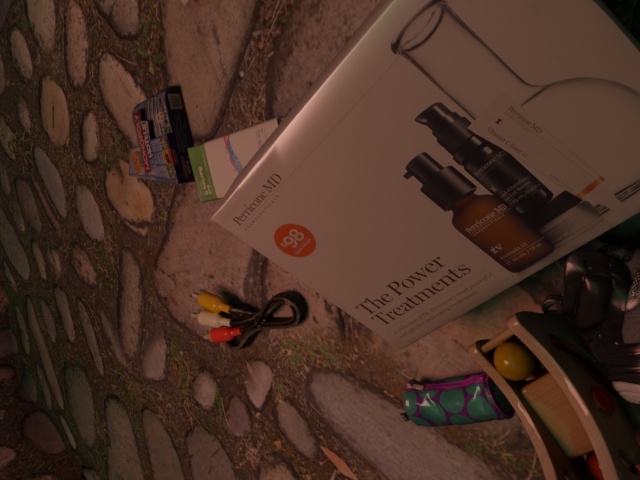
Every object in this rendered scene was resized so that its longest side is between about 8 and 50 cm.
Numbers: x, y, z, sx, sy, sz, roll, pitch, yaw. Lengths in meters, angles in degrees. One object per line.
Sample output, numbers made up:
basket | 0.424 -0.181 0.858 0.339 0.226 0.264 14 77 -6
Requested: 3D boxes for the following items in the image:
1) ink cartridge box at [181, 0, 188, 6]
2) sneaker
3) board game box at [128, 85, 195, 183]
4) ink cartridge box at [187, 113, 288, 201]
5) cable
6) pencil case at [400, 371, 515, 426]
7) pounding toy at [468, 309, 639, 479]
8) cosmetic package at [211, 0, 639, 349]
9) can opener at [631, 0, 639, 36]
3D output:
ink cartridge box | -0.237 -0.480 0.848 0.063 0.029 0.115 -26 86 44
sneaker | 0.322 0.025 0.432 0.153 0.101 0.268 45 131 21
board game box | -0.349 -0.204 1.017 0.194 0.060 0.194 -6 99 43
ink cartridge box | -0.068 -0.122 0.714 0.213 0.154 0.093 -7 98 44
cable | -0.144 0.164 0.932 0.287 0.072 0.139 -3 106 43
pencil case | 0.181 0.212 0.649 0.152 0.064 0.070 -27 109 44
pounding toy | 0.257 0.219 0.518 0.269 0.154 0.155 53 132 18
cosmetic package | 0.110 -0.069 0.476 0.284 0.097 0.377 37 127 -14
can opener | 0.248 -0.233 0.441 0.280 0.074 0.093 23 118 37
